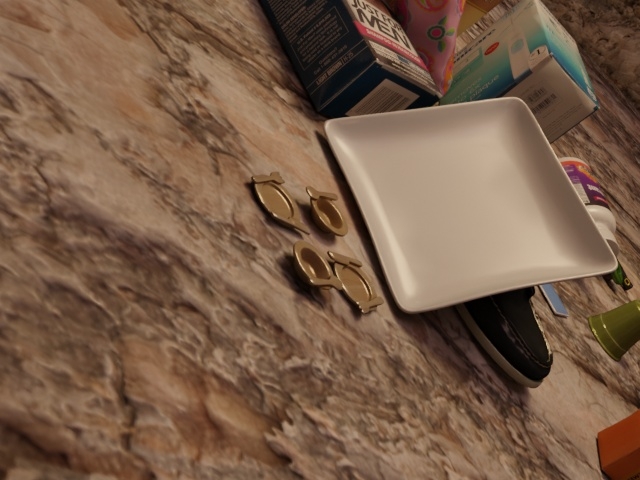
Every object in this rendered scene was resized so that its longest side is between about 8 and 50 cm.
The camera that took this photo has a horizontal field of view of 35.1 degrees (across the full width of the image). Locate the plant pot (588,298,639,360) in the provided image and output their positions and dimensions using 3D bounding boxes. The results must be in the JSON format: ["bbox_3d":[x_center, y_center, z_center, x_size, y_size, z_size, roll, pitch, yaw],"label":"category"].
[{"bbox_3d":[0.478,0.133,1.584,0.083,0.079,0.083,41,26,-25],"label":"plant pot"}]

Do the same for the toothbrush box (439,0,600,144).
[{"bbox_3d":[0.314,-0.253,1.659,0.126,0.216,0.295,44,27,-19],"label":"toothbrush box"}]

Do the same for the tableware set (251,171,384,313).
[{"bbox_3d":[0.000,0.000,1.009,0.141,0.020,0.169,13,46,-54],"label":"tableware set"}]

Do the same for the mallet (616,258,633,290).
[{"bbox_3d":[0.537,0.002,1.888,0.190,0.062,0.039,53,-13,-4],"label":"mallet"}]

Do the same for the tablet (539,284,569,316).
[{"bbox_3d":[0.342,0.077,1.513,0.054,0.006,0.083,14,45,-54],"label":"tablet"}]

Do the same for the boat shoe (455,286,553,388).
[{"bbox_3d":[0.213,0.013,1.247,0.127,0.113,0.340,20,39,-48],"label":"boat shoe"}]

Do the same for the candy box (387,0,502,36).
[{"bbox_3d":[0.189,-0.415,1.538,0.183,0.316,0.088,32,32,-38],"label":"candy box"}]

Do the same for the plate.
[{"bbox_3d":[0.167,-0.043,1.184,0.278,0.045,0.277,-10,56,-19],"label":"plate"}]

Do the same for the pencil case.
[{"bbox_3d":[0.150,-0.333,1.420,0.124,0.284,0.124,4,44,-4],"label":"pencil case"}]

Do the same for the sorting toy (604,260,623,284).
[{"bbox_3d":[0.508,0.042,1.818,0.102,0.042,0.061,46,38,-42],"label":"sorting toy"}]

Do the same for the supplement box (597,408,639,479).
[{"bbox_3d":[0.456,0.325,1.292,0.233,0.078,0.080,44,26,-16],"label":"supplement box"}]

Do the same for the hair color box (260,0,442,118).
[{"bbox_3d":[0.012,-0.313,1.349,0.174,0.105,0.347,14,44,-54],"label":"hair color box"}]

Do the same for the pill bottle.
[{"bbox_3d":[0.434,-0.042,1.711,0.108,0.108,0.193,33,31,-35],"label":"pill bottle"}]
